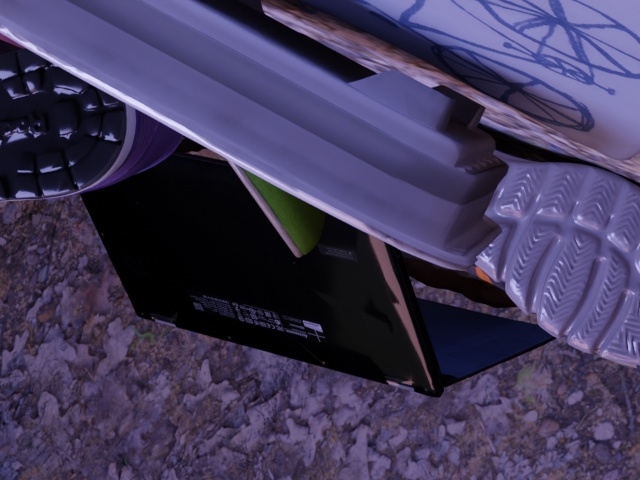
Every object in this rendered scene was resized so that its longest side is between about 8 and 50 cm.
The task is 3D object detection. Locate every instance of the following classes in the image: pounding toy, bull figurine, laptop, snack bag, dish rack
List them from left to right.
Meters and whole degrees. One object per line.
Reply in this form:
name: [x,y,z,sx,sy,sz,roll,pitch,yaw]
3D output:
pounding toy: [-0.041,-0.111,1.282,0.237,0.110,0.183,55,178,-19]
dish rack: [-0.020,-0.090,0.885,0.285,0.072,0.333,28,-172,7]
laptop: [0.000,0.000,1.674,0.382,0.236,0.408,12,140,33]
snack bag: [0.011,-0.135,0.676,0.342,0.037,0.323,26,177,3]
bull figurine: [0.102,-0.008,1.780,0.310,0.101,0.188,17,172,5]

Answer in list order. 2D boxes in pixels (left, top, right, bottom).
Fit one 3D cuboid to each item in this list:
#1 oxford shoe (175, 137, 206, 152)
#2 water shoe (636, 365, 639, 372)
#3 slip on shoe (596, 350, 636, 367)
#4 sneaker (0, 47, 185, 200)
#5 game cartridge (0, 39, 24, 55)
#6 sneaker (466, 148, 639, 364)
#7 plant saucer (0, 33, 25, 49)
oxford shoe: [-0.134,-0.122,1.615,0.271,0.098,0.097,25,177,-36]
water shoe: [0.323,0.079,1.193,0.203,0.080,0.073,-5,113,43]
slip on shoe: [0.312,0.057,1.389,0.101,0.123,0.331,60,166,-25]
sneaker: [-0.214,-0.056,0.970,0.283,0.107,0.124,0,-177,21]
game cartridge: [-0.342,-0.160,1.138,0.230,0.068,0.355,27,178,-39]
sneaker: [0.163,-0.011,1.244,0.321,0.124,0.180,30,-174,14]
plant saucer: [-0.386,-0.249,1.444,0.332,0.084,0.332,24,178,1]
